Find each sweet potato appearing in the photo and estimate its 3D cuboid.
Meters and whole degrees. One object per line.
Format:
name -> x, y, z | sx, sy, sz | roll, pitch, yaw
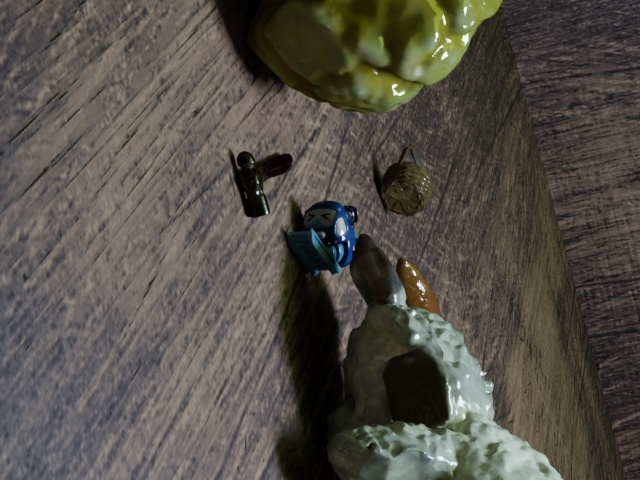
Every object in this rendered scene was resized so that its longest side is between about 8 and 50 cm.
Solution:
sweet potato -> 0.123, 0.095, 2.243 | 0.055, 0.058, 0.202 | 34, -22, 38

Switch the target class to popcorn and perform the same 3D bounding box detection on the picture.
popcorn -> 0.065, -0.288, 1.875 | 0.293, 0.292, 0.334 | 66, 24, -63

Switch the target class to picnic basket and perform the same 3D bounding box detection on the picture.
picnic basket -> 0.112, -0.077, 2.300 | 0.083, 0.072, 0.072 | -68, 145, -44

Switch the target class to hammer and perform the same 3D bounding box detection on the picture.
hammer -> -0.051, -0.065, 1.787 | 0.178, 0.021, 0.065 | -41, 118, -77

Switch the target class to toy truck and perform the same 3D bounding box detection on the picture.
toy truck -> 0.000, 0.000, 1.862 | 0.090, 0.056, 0.073 | -29, 112, -62

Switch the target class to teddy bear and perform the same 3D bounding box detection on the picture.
teddy bear -> 0.062, 0.243, 1.794 | 0.362, 0.375, 0.327 | 38, -2, 25
